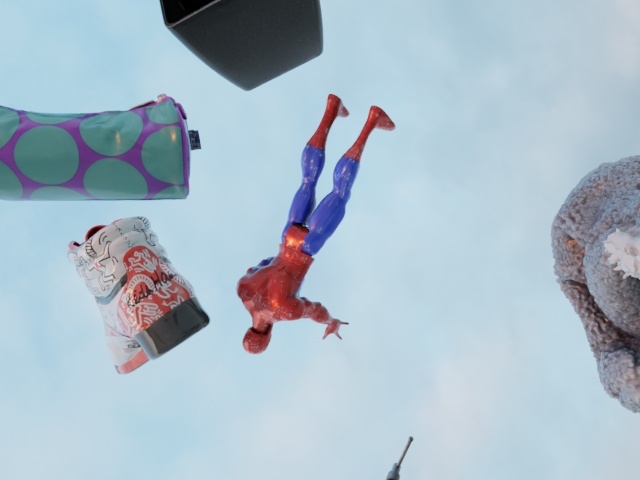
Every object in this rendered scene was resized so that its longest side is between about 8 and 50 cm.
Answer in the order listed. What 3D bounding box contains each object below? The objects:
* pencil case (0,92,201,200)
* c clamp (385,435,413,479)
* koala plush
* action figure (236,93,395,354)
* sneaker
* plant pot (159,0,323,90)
[{"bbox_3d":[-0.159,-0.060,0.386,0.152,0.064,0.070,-2,-84,-3],"label":"pencil case"},{"bbox_3d":[0.073,0.342,0.727,0.160,0.022,0.137,-48,-25,-59],"label":"c clamp"},{"bbox_3d":[0.273,0.002,0.422,0.196,0.203,0.221,-29,-18,6],"label":"koala plush"},{"bbox_3d":[0.000,0.000,0.644,0.280,0.092,0.139,-63,-29,-6],"label":"action figure"},{"bbox_3d":[-0.206,0.059,0.637,0.090,0.270,0.145,-32,-90,-28],"label":"sneaker"},{"bbox_3d":[-0.095,-0.317,0.784,0.188,0.187,0.167,-24,-35,7],"label":"plant pot"}]
